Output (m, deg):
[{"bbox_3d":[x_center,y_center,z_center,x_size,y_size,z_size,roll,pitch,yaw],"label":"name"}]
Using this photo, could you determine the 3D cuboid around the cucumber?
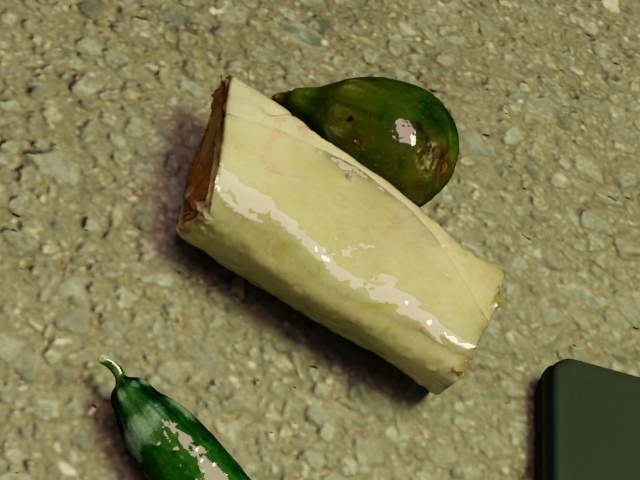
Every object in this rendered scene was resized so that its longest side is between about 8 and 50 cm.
[{"bbox_3d":[-0.077,0.176,0.942,0.250,0.056,0.056,44,52,11],"label":"cucumber"}]

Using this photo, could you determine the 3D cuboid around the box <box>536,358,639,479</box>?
[{"bbox_3d":[0.283,0.189,1.077,0.230,0.050,0.160,16,51,-11],"label":"box"}]

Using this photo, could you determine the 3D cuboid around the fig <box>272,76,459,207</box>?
[{"bbox_3d":[0.034,-0.100,1.159,0.177,0.117,0.117,34,50,18],"label":"fig"}]

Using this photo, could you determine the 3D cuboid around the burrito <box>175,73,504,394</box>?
[{"bbox_3d":[0.002,-0.003,1.066,0.299,0.105,0.143,35,54,5],"label":"burrito"}]
